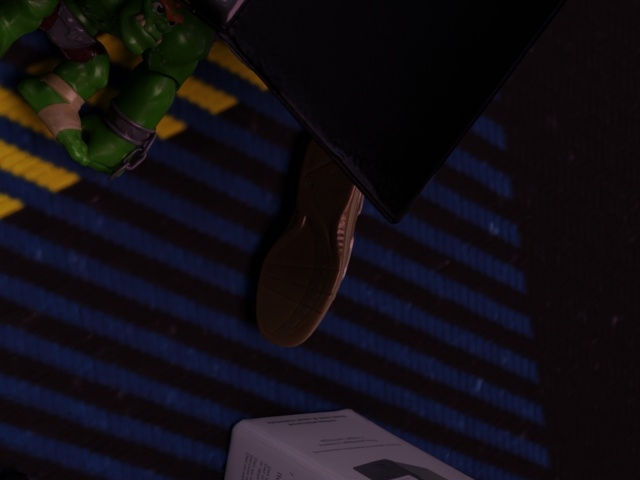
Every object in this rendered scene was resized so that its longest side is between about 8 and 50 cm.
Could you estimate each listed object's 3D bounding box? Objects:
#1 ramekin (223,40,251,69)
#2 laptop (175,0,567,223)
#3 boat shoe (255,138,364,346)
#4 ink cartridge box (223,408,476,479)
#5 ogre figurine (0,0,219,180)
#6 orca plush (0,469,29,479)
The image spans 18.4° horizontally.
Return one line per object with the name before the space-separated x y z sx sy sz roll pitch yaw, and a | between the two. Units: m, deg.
ramekin | 0.020 -0.200 1.198 0.207 0.109 0.207 -3 93 -58
laptop | 0.010 -0.281 1.049 0.408 0.236 0.382 37 85 -5
boat shoe | -0.002 -0.001 1.347 0.048 0.056 0.153 4 101 -72
ink cartridge box | 0.047 0.255 1.334 0.115 0.273 0.198 -1 108 -40
ogre figurine | -0.138 -0.129 1.157 0.118 0.097 0.197 -40 115 1
orca plush | -0.179 0.194 1.241 0.287 0.151 0.102 42 47 -39
